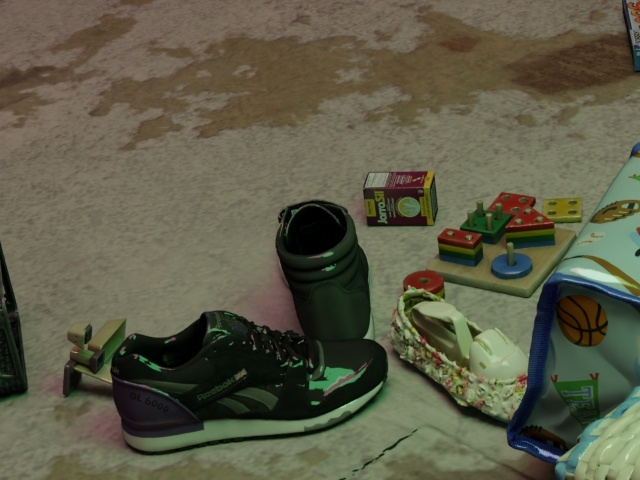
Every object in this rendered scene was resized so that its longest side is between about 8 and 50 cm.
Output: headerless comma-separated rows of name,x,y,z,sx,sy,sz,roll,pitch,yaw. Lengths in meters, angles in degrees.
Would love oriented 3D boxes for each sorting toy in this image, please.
sorting toy,0.211,-0.003,1.921,0.132,0.046,0.274,12,35,31

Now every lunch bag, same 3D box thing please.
lunch bag,0.412,0.090,1.525,0.385,0.239,0.328,20,33,18

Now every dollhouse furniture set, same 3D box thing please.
dollhouse furniture set,-0.215,0.115,1.811,0.081,0.091,0.114,18,34,13

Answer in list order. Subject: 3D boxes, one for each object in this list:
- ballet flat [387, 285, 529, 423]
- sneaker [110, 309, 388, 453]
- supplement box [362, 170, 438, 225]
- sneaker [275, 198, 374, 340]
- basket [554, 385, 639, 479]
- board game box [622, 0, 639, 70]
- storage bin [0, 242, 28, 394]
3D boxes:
ballet flat,0.151,0.115,1.705,0.091,0.077,0.241,-28,36,-31
sneaker,-0.071,0.128,1.693,0.283,0.124,0.107,-12,31,-6
supplement box,0.097,-0.051,2.022,0.083,0.055,0.043,-1,31,14
sneaker,0.000,0.000,1.871,0.105,0.147,0.295,-12,29,-1
basket,0.344,0.233,1.294,0.289,0.254,0.201,-4,26,47
board game box,0.502,-0.301,2.362,0.136,0.035,0.201,-5,30,7
storage bin,-0.381,0.085,1.850,0.084,0.122,0.180,-12,30,-7
